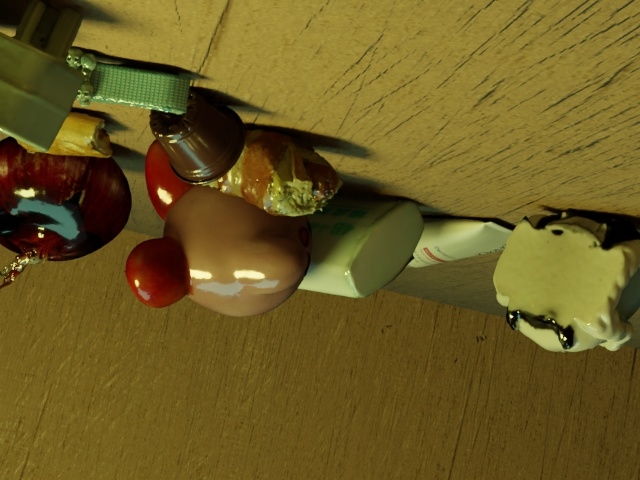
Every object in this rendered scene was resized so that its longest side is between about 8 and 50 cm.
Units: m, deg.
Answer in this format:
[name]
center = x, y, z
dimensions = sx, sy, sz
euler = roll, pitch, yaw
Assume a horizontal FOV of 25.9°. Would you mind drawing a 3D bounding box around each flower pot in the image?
[flower pot]
center = -0.158, -0.134, 1.682
dimensions = 0.111, 0.111, 0.089
euler = 9, 161, 33

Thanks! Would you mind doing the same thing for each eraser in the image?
[eraser]
center = 0.000, 0.000, 2.221
dimensions = 0.290, 0.189, 0.104
euler = 7, 136, 41

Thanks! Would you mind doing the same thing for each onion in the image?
[onion]
center = -0.448, -0.046, 2.296
dimensions = 0.273, 0.285, 0.273
euler = 5, 150, 3

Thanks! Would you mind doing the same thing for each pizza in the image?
[pizza]
center = -0.384, -0.160, 2.084
dimensions = 0.134, 0.056, 0.271
euler = 17, 171, -23

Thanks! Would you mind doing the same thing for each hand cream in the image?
[hand cream]
center = 0.218, -0.002, 2.273
dimensions = 0.247, 0.083, 0.133
euler = -6, 165, 43

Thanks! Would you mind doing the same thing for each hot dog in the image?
[hot dog]
center = -0.074, -0.100, 1.830
dimensions = 0.213, 0.103, 0.146
euler = 20, -162, 20

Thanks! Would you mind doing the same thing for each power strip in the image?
[power strip]
center = -0.360, -0.206, 1.419
dimensions = 0.261, 0.141, 0.229
euler = 25, 179, 25

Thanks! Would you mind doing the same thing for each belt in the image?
[belt]
center = -0.238, -0.180, 1.589
dimensions = 0.179, 0.065, 0.100
euler = 8, -179, 21

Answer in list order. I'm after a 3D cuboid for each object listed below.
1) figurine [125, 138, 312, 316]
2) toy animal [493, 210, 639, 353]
[figurine]
center = -0.136, 0.004, 2.073
dimensions = 0.261, 0.270, 0.211
euler = 2, 150, 4
[toy animal]
center = 0.364, 0.061, 1.920
dimensions = 0.156, 0.204, 0.208
euler = 22, 177, -41
